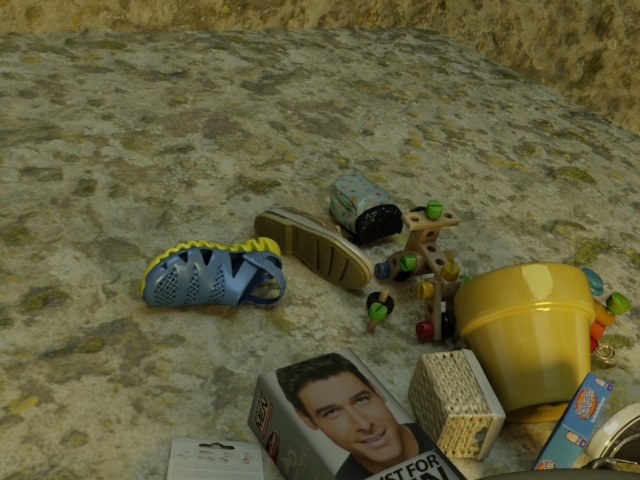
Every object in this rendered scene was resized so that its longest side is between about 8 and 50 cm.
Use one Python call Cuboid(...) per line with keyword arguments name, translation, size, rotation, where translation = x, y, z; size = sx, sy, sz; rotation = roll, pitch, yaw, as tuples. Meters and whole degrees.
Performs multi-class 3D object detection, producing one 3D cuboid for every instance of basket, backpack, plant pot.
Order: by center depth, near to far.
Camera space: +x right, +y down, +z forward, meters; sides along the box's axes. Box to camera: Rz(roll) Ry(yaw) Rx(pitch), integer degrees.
Cuboid(name="basket", translation=(0.229, 0.282, 1.247), size=(0.103, 0.113, 0.167), rotation=(3, 33, -16))
Cuboid(name="plant pot", translation=(0.386, 0.198, 1.313), size=(0.253, 0.254, 0.239), rotation=(4, 61, -18))
Cuboid(name="backpack", translation=(0.102, -0.081, 1.758), size=(0.151, 0.115, 0.182), rotation=(-12, 38, -33))

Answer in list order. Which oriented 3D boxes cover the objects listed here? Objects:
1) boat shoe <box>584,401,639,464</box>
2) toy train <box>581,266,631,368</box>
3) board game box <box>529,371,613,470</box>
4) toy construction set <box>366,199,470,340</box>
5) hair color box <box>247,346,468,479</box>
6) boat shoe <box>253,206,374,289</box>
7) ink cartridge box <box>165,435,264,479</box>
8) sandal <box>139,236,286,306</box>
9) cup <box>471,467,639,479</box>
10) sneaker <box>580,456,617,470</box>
Cuboid(name="boat shoe", translation=(0.604, 0.361, 1.301), size=(0.301, 0.108, 0.102), rotation=(0, 33, -36))
Cuboid(name="toy train", translation=(0.583, 0.162, 1.487), size=(0.248, 0.143, 0.105), rotation=(31, 37, -10))
Cuboid(name="board game box", translation=(0.380, 0.331, 1.141), size=(0.047, 0.210, 0.160), rotation=(30, 34, 21))
Cuboid(name="toy construction set", translation=(0.268, 0.056, 1.497), size=(0.308, 0.237, 0.257), rotation=(13, 32, -5))
Cuboid(name="hair color box", translation=(0.066, 0.340, 1.085), size=(0.185, 0.114, 0.374), rotation=(-11, 40, -35))
Cuboid(name="boat shoe", translation=(0.000, 0.000, 1.588), size=(0.302, 0.113, 0.103), rotation=(30, 40, 23))
Cuboid(name="ink cartridge box", translation=(-0.155, 0.357, 1.051), size=(0.145, 0.045, 0.179), rotation=(8, 14, -11))
Cuboid(name="sandal", translation=(-0.189, 0.075, 1.387), size=(0.317, 0.126, 0.138), rotation=(-11, 44, -33))
Cuboid(name="cup", translation=(0.222, 0.398, 0.800), size=(0.236, 0.331, 0.331), rotation=(12, 31, 11))
Cuboid(name="sneaker", translation=(0.428, 0.450, 1.059), size=(0.111, 0.121, 0.300), rotation=(9, 33, -10))
